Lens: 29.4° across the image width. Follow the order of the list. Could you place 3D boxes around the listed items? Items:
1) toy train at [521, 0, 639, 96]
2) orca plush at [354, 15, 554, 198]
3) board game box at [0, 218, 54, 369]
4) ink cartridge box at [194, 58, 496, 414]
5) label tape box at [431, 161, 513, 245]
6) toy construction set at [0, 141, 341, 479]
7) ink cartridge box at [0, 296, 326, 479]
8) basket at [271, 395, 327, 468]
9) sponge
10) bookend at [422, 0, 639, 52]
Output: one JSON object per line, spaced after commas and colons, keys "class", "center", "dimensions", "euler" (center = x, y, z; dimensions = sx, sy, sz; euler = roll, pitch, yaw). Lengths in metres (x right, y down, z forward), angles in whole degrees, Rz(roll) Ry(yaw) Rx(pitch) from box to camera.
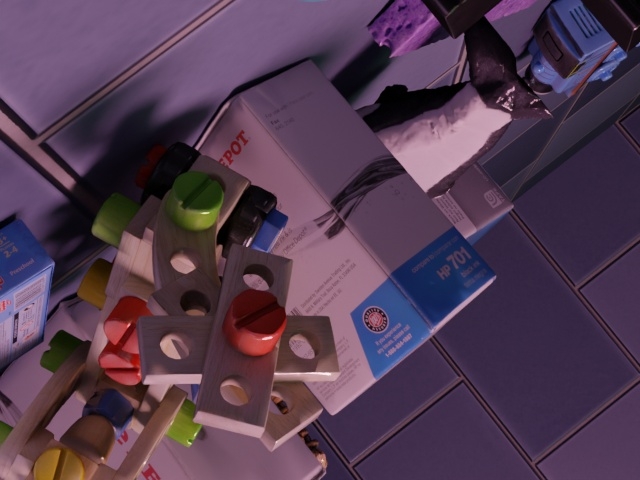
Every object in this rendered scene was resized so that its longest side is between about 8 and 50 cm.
{"class": "toy train", "center": [0.264, -0.202, 1.244], "dimensions": [0.105, 0.080, 0.184], "euler": [-27, 172, -12]}
{"class": "orca plush", "center": [0.043, -0.089, 0.906], "dimensions": [0.287, 0.151, 0.102], "euler": [-46, -149, 52]}
{"class": "board game box", "center": [-0.254, 0.082, 0.701], "dimensions": [0.211, 0.039, 0.160], "euler": [-36, 172, -24]}
{"class": "ink cartridge box", "center": [0.000, 0.000, 0.808], "dimensions": [0.082, 0.191, 0.139], "euler": [-33, 170, -41]}
{"class": "label tape box", "center": [0.045, 0.040, 1.492], "dimensions": [0.347, 0.115, 0.249], "euler": [-26, 165, -44]}
{"class": "toy construction set", "center": [-0.107, 0.072, 0.726], "dimensions": [0.327, 0.151, 0.215], "euler": [-40, -165, 49]}
{"class": "ink cartridge box", "center": [-0.179, 0.200, 1.013], "dimensions": [0.307, 0.223, 0.129], "euler": [-44, 170, 35]}
{"class": "basket", "center": [-0.147, 0.222, 1.276], "dimensions": [0.213, 0.223, 0.299], "euler": [-36, 172, -16]}
{"class": "sponge", "center": [0.130, -0.195, 0.862], "dimensions": [0.210, 0.031, 0.117], "euler": [-28, 168, -49]}
{"class": "bookend", "center": [0.114, -0.149, 0.614], "dimensions": [0.157, 0.156, 0.072], "euler": [-38, 172, 7]}
